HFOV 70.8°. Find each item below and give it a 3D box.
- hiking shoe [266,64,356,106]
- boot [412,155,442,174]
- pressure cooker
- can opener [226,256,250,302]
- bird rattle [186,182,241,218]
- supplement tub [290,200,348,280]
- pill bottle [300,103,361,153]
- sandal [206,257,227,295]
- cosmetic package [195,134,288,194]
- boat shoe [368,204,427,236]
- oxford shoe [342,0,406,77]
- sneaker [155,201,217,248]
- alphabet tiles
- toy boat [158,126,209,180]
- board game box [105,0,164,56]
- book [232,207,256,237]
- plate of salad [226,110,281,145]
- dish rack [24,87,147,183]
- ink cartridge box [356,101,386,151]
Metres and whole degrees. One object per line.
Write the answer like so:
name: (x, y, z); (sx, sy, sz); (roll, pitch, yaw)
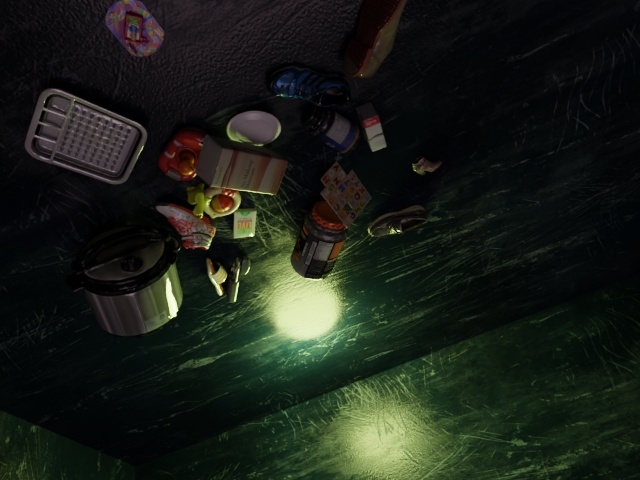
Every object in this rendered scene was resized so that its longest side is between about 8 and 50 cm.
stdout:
hiking shoe: (-0.033, -0.528, 1.556); (0.304, 0.132, 0.113); (-3, 134, -13)
boot: (0.458, -0.334, 1.950); (0.118, 0.042, 0.087); (-33, 131, 15)
pressure cooker: (-0.761, 0.137, 1.817); (0.375, 0.370, 0.420); (7, 132, 6)
can opener: (-0.406, 0.195, 2.194); (0.093, 0.074, 0.280); (5, 132, -21)
bird rattle: (-0.407, -0.184, 1.827); (0.253, 0.143, 0.207); (-29, 147, -6)
supplement tub: (0.000, 0.000, 2.026); (0.207, 0.207, 0.338); (5, 131, -20)
pill bottle: (0.037, -0.424, 1.685); (0.219, 0.123, 0.123); (25, 123, -33)
sandal: (-0.478, 0.164, 2.135); (0.076, 0.102, 0.265); (-14, 144, -5)
cosmetic package: (-0.284, -0.271, 1.651); (0.296, 0.129, 0.153); (1, 120, -44)
boat shoe: (0.367, -0.079, 2.134); (0.285, 0.092, 0.103); (-20, 135, 4)
oxford shoe: (0.200, -0.705, 1.491); (0.130, 0.123, 0.348); (-7, 140, -47)
sneaker: (-0.562, -0.052, 1.850); (0.270, 0.145, 0.090); (23, 164, -35)
alphabet tiles: (0.101, -0.204, 1.888); (0.009, 0.198, 0.237); (-3, 132, 54)
toy boat: (-0.485, -0.296, 1.640); (0.151, 0.151, 0.231); (28, 121, -35)
board game box: (-0.563, -0.639, 1.370); (0.133, 0.033, 0.169); (-27, 135, 11)
book: (-0.335, -0.078, 1.983); (0.096, 0.035, 0.144); (-4, 133, -17)
plate of salad: (-0.245, -0.415, 1.656); (0.199, 0.048, 0.200); (-8, 155, -4)
dish rack: (-0.797, -0.358, 1.549); (0.332, 0.072, 0.285); (21, 124, -31)
ink cartridge box: (0.195, -0.434, 1.729); (0.063, 0.109, 0.150); (-22, 135, 4)
